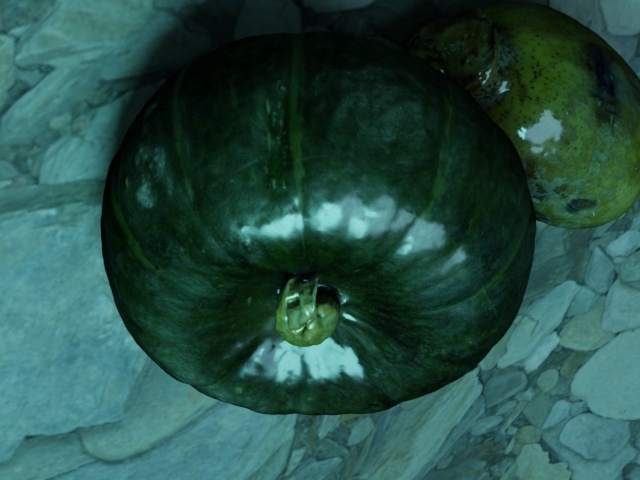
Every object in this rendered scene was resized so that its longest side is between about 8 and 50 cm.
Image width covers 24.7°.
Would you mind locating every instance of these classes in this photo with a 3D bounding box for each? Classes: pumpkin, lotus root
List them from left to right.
[{"bbox_3d":[0.000,0.000,0.997,0.300,0.207,0.300,-2,134,-2],"label":"pumpkin"},{"bbox_3d":[0.158,-0.105,1.107,0.278,0.154,0.154,28,107,-42],"label":"lotus root"}]
